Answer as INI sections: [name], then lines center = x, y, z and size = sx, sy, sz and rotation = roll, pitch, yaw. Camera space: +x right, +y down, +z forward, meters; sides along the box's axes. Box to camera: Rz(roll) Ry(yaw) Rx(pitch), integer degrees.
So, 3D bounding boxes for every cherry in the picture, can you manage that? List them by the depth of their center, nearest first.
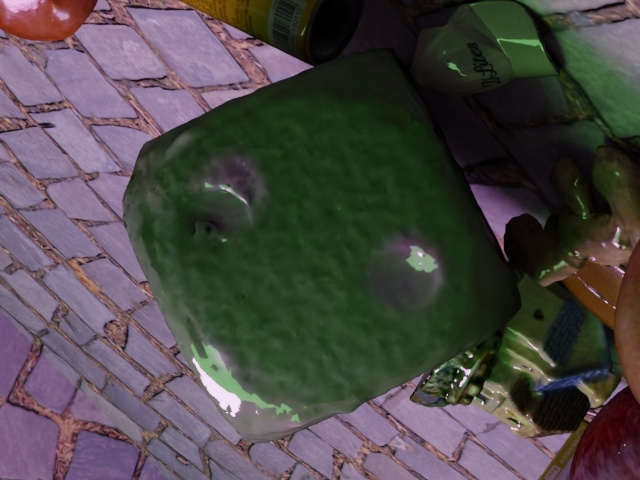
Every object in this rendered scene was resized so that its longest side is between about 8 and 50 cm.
[cherry]
center = 0.394, 0.259, 2.123
size = 0.230, 0.203, 0.300
rotation = 26, 138, 22

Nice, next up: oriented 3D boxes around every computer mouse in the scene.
[computer mouse]
center = 0.333, 0.057, 2.025
size = 0.245, 0.056, 0.126
rotation = 36, 157, 14

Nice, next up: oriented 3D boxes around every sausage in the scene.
[sausage]
center = -0.360, -0.347, 2.215
size = 0.141, 0.153, 0.268
rotation = -24, 118, 29

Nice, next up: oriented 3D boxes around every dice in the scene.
[dice]
center = 0.000, 0.000, 1.946
size = 0.330, 0.318, 0.322
rotation = 63, -174, 0

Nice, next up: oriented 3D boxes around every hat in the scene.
[hat]
center = 0.157, -0.170, 1.856
size = 0.166, 0.081, 0.122
rotation = 5, 143, 39

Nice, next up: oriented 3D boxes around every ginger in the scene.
[ginger]
center = 0.264, -0.023, 1.935
size = 0.258, 0.065, 0.149
rotation = 5, 104, 62

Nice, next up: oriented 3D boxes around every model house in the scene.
[model house]
center = 0.235, 0.140, 2.174
size = 0.189, 0.195, 0.214
rotation = 31, 160, 1

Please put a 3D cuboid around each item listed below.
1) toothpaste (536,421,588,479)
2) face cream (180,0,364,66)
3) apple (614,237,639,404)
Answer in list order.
[toothpaste]
center = 0.424, 0.350, 2.357
size = 0.327, 0.110, 0.077
rotation = 29, 153, 25
[face cream]
center = -0.122, -0.295, 2.007
size = 0.348, 0.105, 0.105
rotation = 28, 155, 26
[apple]
center = 0.383, 0.073, 1.718
size = 0.257, 0.257, 0.234
rotation = 39, 171, 2
